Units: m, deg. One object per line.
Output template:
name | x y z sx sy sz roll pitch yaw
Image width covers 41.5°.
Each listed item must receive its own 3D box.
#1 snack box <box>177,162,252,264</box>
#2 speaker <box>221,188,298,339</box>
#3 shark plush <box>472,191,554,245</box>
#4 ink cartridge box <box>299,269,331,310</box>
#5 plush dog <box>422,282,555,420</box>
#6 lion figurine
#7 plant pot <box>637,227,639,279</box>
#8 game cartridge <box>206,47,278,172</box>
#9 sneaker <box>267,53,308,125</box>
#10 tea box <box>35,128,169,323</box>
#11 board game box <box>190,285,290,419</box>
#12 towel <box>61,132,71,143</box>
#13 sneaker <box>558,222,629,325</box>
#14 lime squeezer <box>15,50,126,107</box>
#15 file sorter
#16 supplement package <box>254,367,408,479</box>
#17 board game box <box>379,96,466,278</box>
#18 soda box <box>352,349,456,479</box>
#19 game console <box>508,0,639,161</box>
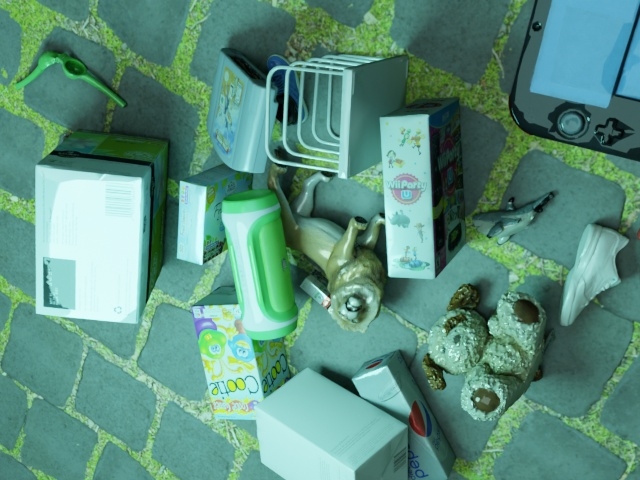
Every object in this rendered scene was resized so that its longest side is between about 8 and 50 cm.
snack box | -0.225 -0.064 1.814 0.070 0.207 0.175 13 111 19
speaker | -0.125 0.049 1.755 0.131 0.131 0.297 -3 106 24
shark plush | 0.375 -0.054 1.651 0.161 0.073 0.067 -35 61 33
ink cartridge box | 0.015 0.118 1.851 0.115 0.063 0.029 40 117 6
plush dog | 0.326 0.218 1.711 0.225 0.210 0.262 22 86 30
lion figurine | 0.000 0.000 1.792 0.392 0.142 0.240 42 127 27
plant pot | 0.655 0.041 1.483 0.191 0.191 0.174 -9 100 25
game cartridge | -0.165 -0.256 1.707 0.062 0.297 0.198 7 113 -26
sneaker | -0.080 -0.309 1.743 0.058 0.084 0.152 -15 100 26
tea box | -0.465 -0.040 1.833 0.219 0.323 0.329 6 111 -3
board game box | -0.176 0.254 1.931 0.144 0.142 0.275 -5 104 24
towel | -0.599 -0.162 1.963 0.029 0.197 0.144 4 108 -14
sneaker | 0.524 0.078 1.620 0.094 0.080 0.212 17 112 5
lime squeezer | -0.592 -0.378 1.957 0.310 0.059 0.110 12 110 19
file sorter | 0.036 -0.251 1.609 0.173 0.277 0.193 12 111 24
supplement package | 0.023 0.438 1.821 0.293 0.175 0.178 25 132 37
board game box | 0.200 -0.105 1.611 0.097 0.224 0.303 1 107 24
soda box | 0.185 0.391 1.850 0.098 0.091 0.286 -25 96 27
game console | 0.534 -0.344 1.486 0.342 0.060 0.387 18 113 17
